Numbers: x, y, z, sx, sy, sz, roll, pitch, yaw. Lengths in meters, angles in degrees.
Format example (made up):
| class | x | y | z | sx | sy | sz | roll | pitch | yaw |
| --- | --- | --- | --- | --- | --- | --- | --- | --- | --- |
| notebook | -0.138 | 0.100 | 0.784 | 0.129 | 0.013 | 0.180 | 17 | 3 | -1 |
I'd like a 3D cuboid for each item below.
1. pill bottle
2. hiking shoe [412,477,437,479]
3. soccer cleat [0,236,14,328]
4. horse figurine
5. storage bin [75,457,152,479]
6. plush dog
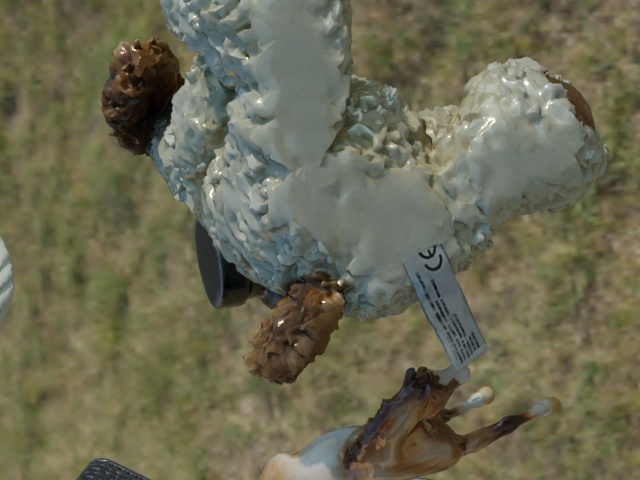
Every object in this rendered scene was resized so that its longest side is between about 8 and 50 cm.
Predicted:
| class | x | y | z | sx | sy | sz | roll | pitch | yaw |
| --- | --- | --- | --- | --- | --- | --- | --- | --- | --- |
| pill bottle | 0.000 | 0.000 | 1.579 | 0.123 | 0.219 | 0.122 | 170 | 90 | -73 |
| hiking shoe | 0.014 | 0.266 | 1.411 | 0.132 | 0.304 | 0.113 | -97 | 6 | -83 |
| soccer cleat | -0.342 | 0.074 | 1.647 | 0.076 | 0.068 | 0.196 | 55 | -144 | -67 |
| horse figurine | 0.031 | 0.143 | 1.105 | 0.263 | 0.174 | 0.066 | -30 | 77 | 38 |
| storage bin | -0.192 | 0.304 | 1.544 | 0.122 | 0.084 | 0.180 | 25 | 124 | 8 |
| plush dog | -0.008 | -0.037 | 0.944 | 0.210 | 0.262 | 0.225 | -67 | 19 | 2 |
